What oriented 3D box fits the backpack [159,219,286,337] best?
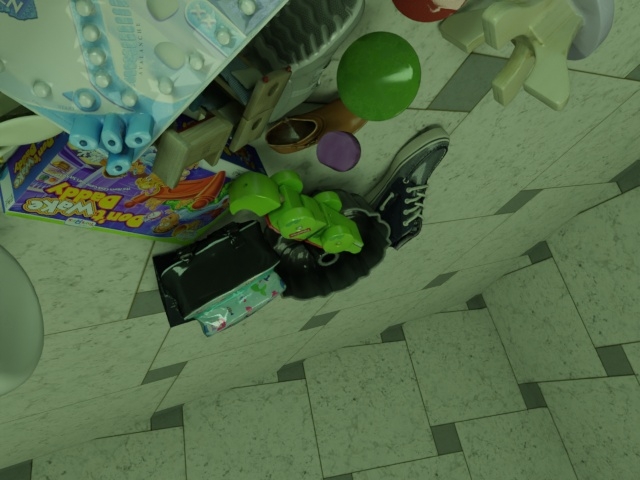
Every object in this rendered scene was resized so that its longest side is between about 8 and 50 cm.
[{"bbox_3d":[-0.196,0.069,0.991,0.225,0.191,0.253,-31,-169,-16],"label":"backpack"}]

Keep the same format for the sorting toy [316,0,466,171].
[{"bbox_3d":[0.114,-0.272,0.770,0.365,0.127,0.126,-61,168,21],"label":"sorting toy"}]

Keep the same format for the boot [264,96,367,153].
[{"bbox_3d":[0.001,-0.199,0.843,0.197,0.072,0.152,-26,-175,10],"label":"boot"}]

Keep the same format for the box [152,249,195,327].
[{"bbox_3d":[-0.311,0.109,1.199,0.153,0.108,0.207,-16,155,-22],"label":"box"}]

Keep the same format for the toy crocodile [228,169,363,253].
[{"bbox_3d":[-0.029,-0.041,0.949,0.105,0.115,0.341,-34,149,24],"label":"toy crocodile"}]

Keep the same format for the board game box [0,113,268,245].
[{"bbox_3d":[-0.286,-0.106,0.812,0.233,0.078,0.347,-36,155,23],"label":"board game box"}]

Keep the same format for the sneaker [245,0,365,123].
[{"bbox_3d":[-0.036,-0.271,0.725,0.281,0.105,0.115,-33,169,38],"label":"sneaker"}]

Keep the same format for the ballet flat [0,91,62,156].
[{"bbox_3d":[-0.266,-0.204,0.558,0.400,0.139,0.139,-28,157,5],"label":"ballet flat"}]

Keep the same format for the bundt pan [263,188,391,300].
[{"bbox_3d":[0.000,0.000,1.213,0.331,0.124,0.330,-15,142,-12],"label":"bundt pan"}]

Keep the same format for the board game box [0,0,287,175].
[{"bbox_3d":[-0.207,-0.272,0.374,0.390,0.050,0.390,-37,129,22],"label":"board game box"}]

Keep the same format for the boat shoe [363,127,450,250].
[{"bbox_3d":[0.228,-0.109,1.222,0.127,0.158,0.340,-9,152,-34],"label":"boat shoe"}]

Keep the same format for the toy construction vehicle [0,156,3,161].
[{"bbox_3d":[-0.471,-0.117,0.657,0.086,0.035,0.098,-5,149,-39],"label":"toy construction vehicle"}]

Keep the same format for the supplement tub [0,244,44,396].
[{"bbox_3d":[-0.605,0.142,0.683,0.332,0.241,0.241,-17,156,-3],"label":"supplement tub"}]

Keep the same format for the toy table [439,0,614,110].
[{"bbox_3d":[0.337,-0.333,0.791,0.161,0.252,0.274,-46,142,7],"label":"toy table"}]

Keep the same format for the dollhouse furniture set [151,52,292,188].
[{"bbox_3d":[-0.153,-0.184,0.625,0.184,0.129,0.129,-45,175,-45],"label":"dollhouse furniture set"}]
